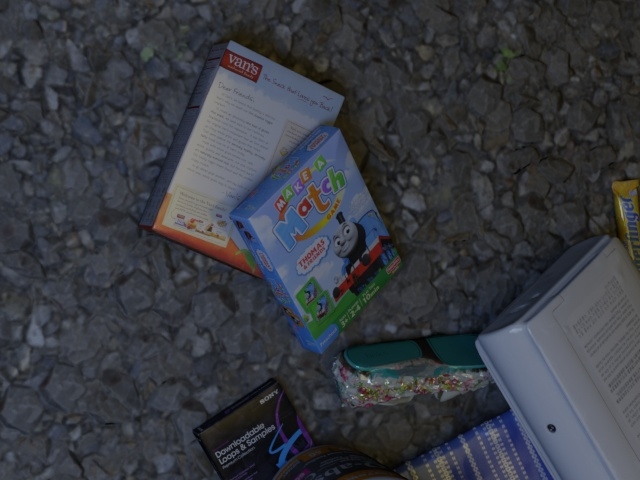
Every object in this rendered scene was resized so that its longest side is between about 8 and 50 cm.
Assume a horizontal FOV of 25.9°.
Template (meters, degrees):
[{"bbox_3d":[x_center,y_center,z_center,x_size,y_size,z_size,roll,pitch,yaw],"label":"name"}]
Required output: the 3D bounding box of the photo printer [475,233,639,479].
[{"bbox_3d":[0.346,0.179,1.684,0.256,0.107,0.307,-38,100,-42],"label":"photo printer"}]

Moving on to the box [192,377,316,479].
[{"bbox_3d":[-0.062,0.259,1.631,0.116,0.029,0.162,-33,103,-17],"label":"box"}]

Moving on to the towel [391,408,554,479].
[{"bbox_3d":[0.180,0.365,1.684,0.336,0.040,0.243,-26,93,-8],"label":"towel"}]

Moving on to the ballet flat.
[{"bbox_3d":[0.124,0.160,1.684,0.241,0.091,0.077,-1,123,-17],"label":"ballet flat"}]

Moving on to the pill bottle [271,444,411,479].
[{"bbox_3d":[0.047,0.322,1.508,0.162,0.278,0.162,-1,92,-18],"label":"pill bottle"}]

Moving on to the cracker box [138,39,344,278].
[{"bbox_3d":[-0.089,-0.090,1.586,0.155,0.067,0.232,25,84,-22],"label":"cracker box"}]

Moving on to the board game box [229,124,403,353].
[{"bbox_3d":[0.000,0.000,1.587,0.160,0.039,0.211,-46,128,-25],"label":"board game box"}]

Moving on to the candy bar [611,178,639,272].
[{"bbox_3d":[0.405,0.001,1.811,0.040,0.018,0.161,-10,95,-21],"label":"candy bar"}]
